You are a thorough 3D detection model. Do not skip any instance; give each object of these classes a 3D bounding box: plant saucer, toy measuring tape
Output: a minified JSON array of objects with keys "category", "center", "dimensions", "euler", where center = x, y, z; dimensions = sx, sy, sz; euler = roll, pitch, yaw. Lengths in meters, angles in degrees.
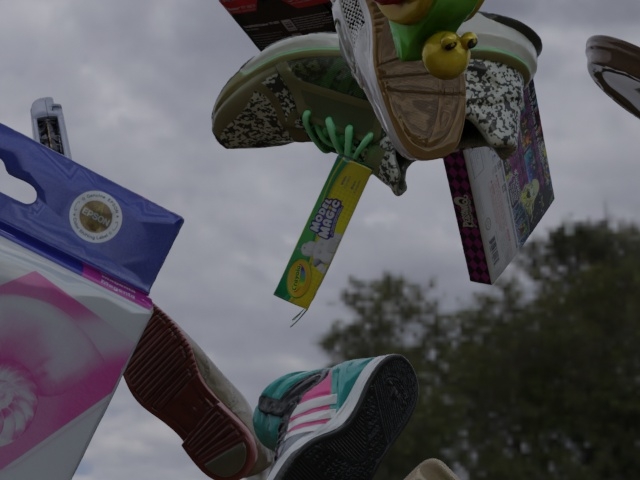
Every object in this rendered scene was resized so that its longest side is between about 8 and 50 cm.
[{"category":"plant saucer","center":[0.520,-0.223,2.233],"dimensions":[0.278,0.041,0.278],"euler":[35,-3,2]},{"category":"toy measuring tape","center":[0.079,-0.297,1.243],"dimensions":[0.121,0.330,0.121],"euler":[-13,-13,-3]}]

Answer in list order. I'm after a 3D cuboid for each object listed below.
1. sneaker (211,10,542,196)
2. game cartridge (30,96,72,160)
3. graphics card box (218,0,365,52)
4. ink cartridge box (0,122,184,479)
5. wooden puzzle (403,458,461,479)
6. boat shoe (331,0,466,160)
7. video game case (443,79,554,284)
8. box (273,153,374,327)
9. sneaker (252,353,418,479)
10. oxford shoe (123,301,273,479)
[{"category":"sneaker","center":[0.053,-0.138,1.660],"dimensions":[0.410,0.182,0.158],"euler":[-10,-29,24]},{"category":"game cartridge","center":[-0.392,-0.056,2.166],"dimensions":[0.060,0.294,0.196],"euler":[-10,-50,-10]},{"category":"graphics card box","center":[0.040,-0.275,2.206],"dimensions":[0.233,0.094,0.371],"euler":[0,-42,49]},{"category":"ink cartridge box","center":[-0.305,0.049,1.096],"dimensions":[0.324,0.330,0.071],"euler":[27,-14,-13]},{"category":"wooden puzzle","center":[0.123,0.396,1.607],"dimensions":[0.221,0.239,0.044],"euler":[46,-20,6]},{"category":"boat shoe","center":[0.066,-0.195,1.425],"dimensions":[0.098,0.277,0.096],"euler":[-4,-19,-28]},{"category":"video game case","center":[0.239,-0.094,1.928],"dimensions":[0.042,0.210,0.232],"euler":[8,-50,33]},{"category":"box","center":[0.000,0.000,1.477],"dimensions":[0.043,0.179,0.105],"euler":[23,4,2]},{"category":"sneaker","center":[-0.025,0.246,1.741],"dimensions":[0.178,0.295,0.123],"euler":[-13,-66,45]},{"category":"oxford shoe","center":[-0.202,0.236,2.262],"dimensions":[0.123,0.348,0.130],"euler":[-41,-21,14]}]
